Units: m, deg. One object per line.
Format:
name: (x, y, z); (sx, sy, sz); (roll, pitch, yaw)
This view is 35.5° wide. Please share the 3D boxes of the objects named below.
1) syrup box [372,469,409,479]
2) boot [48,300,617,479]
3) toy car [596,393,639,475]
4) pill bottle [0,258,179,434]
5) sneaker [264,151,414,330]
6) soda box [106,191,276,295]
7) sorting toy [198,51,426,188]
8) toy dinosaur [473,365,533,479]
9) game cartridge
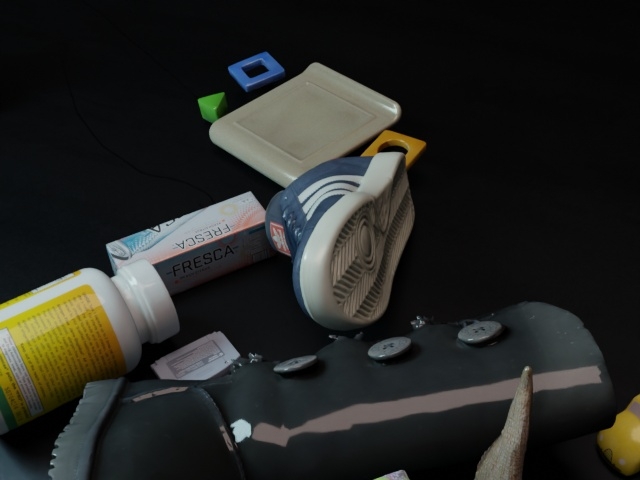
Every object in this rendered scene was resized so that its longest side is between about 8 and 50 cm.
syrup box: (0.042, 0.274, 0.679); (0.096, 0.237, 0.093); (-19, 42, -14)
boot: (0.026, 0.174, 0.804); (0.445, 0.146, 0.367); (-7, 19, -5)
toy car: (0.398, 0.149, 0.923); (0.225, 0.053, 0.239); (20, 47, 27)
pill bottle: (-0.254, 0.098, 1.003); (0.208, 0.118, 0.117); (-26, 45, -22)
sneaker: (0.000, 0.000, 1.050); (0.148, 0.131, 0.350); (-5, 16, 17)
soda box: (-0.145, 0.010, 1.137); (0.183, 0.058, 0.063); (-21, 44, -18)
sorting toy: (-0.018, -0.144, 1.312); (0.196, 0.047, 0.347); (-37, 49, -25)
toy dinosaur: (0.167, 0.233, 0.692); (0.127, 0.296, 0.200); (-29, -1, 0)
game cartridge: (-0.127, 0.129, 1.031); (0.083, 0.017, 0.056); (-25, 41, -21)
